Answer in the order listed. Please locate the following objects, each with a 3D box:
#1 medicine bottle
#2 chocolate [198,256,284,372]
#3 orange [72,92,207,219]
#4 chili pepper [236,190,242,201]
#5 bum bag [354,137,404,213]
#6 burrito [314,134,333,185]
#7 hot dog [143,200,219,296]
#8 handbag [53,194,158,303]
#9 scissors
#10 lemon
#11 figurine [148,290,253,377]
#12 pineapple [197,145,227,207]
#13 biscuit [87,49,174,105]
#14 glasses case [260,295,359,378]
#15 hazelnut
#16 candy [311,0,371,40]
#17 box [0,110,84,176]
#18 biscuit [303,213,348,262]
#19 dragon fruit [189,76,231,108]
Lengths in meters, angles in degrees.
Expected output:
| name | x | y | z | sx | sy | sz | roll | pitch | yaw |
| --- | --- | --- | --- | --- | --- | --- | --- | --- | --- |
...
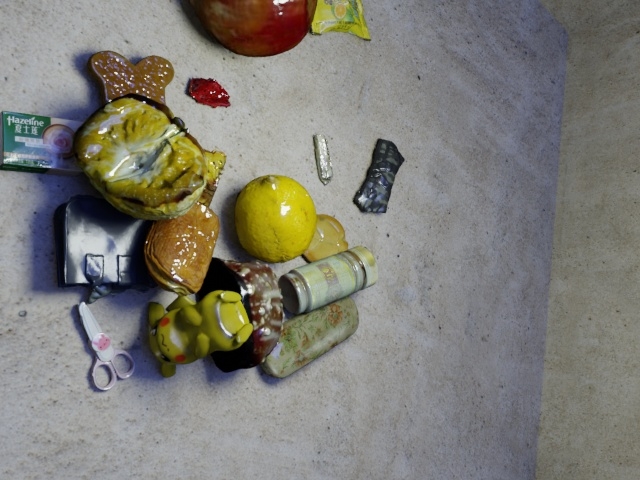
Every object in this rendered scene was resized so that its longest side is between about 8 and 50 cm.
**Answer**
| name | x | y | z | sx | sy | sz | roll | pitch | yaw |
| --- | --- | --- | --- | --- | --- | --- | --- | --- | --- |
| medicine bottle | 0.027 | 0.134 | 1.949 | 0.323 | 0.151 | 0.151 | -19 | 96 | -31 |
| chocolate | -0.218 | 0.207 | 1.720 | 0.210 | 0.225 | 0.340 | -6 | 87 | -49 |
| orange | -0.455 | -0.191 | 1.479 | 0.271 | 0.210 | 0.368 | -37 | 77 | -25 |
| chili pepper | -0.224 | -0.148 | 1.880 | 0.118 | 0.035 | 0.055 | 1 | 68 | -43 |
| bum bag | 0.239 | -0.247 | 2.246 | 0.144 | 0.095 | 0.340 | 31 | 63 | -17 |
| burrito | 0.013 | -0.294 | 2.094 | 0.058 | 0.045 | 0.188 | -9 | 92 | -15 |
| hot dog | -0.369 | 0.027 | 1.546 | 0.196 | 0.122 | 0.272 | 40 | 47 | -38 |
| handbag | -0.537 | 0.030 | 1.537 | 0.326 | 0.118 | 0.269 | 4 | 78 | -43 |
| scissors | -0.581 | 0.271 | 1.520 | 0.118 | 0.031 | 0.242 | -30 | 105 | -40 |
| lemon | -0.139 | -0.071 | 1.784 | 0.258 | 0.258 | 0.310 | -44 | 141 | -35 |
| figurine | -0.343 | 0.233 | 1.549 | 0.169 | 0.327 | 0.218 | 3 | 67 | -76 |
| pineapple | -0.371 | -0.204 | 1.707 | 0.140 | 0.249 | 0.164 | 15 | 42 | -18 |
| biscuit | -0.533 | -0.313 | 1.624 | 0.283 | 0.064 | 0.431 | -6 | 91 | -41 |
| glasses case | -0.030 | 0.314 | 1.933 | 0.425 | 0.098 | 0.156 | -25 | 99 | -39 |
| hazelnut | -0.208 | -0.774 | 1.797 | 0.421 | 0.353 | 0.420 | 0 | 85 | -5 |
| candy | 0.070 | -0.860 | 2.198 | 0.297 | 0.081 | 0.187 | -11 | 89 | -40 |
| box | -0.707 | -0.241 | 1.459 | 0.199 | 0.081 | 0.135 | 1 | 83 | -42 |
| biscuit | 0.004 | 0.000 | 2.044 | 0.260 | 0.041 | 0.202 | 16 | 74 | -40 |
| dragon fruit | -0.346 | -0.447 | 1.803 | 0.131 | 0.097 | 0.063 | 44 | 60 | -50 |
